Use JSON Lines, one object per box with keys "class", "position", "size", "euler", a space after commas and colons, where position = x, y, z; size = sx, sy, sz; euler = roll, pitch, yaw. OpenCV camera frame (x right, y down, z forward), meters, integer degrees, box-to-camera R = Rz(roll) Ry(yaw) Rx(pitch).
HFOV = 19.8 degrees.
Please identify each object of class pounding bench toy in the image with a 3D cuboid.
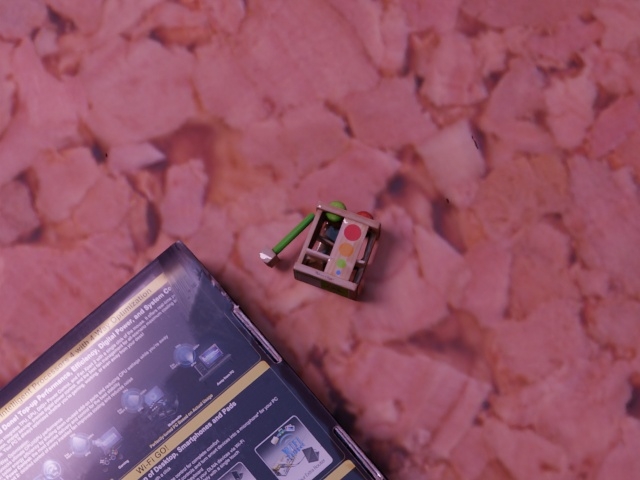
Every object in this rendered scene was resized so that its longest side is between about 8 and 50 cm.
{"class": "pounding bench toy", "position": [0.000, 0.000, 1.447], "size": [0.083, 0.052, 0.065], "euler": [20, 80, 5]}

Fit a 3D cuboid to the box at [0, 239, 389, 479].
{"class": "box", "position": [-0.152, 0.245, 1.385], "size": [0.395, 0.097, 0.318], "euler": [-41, 83, -6]}
